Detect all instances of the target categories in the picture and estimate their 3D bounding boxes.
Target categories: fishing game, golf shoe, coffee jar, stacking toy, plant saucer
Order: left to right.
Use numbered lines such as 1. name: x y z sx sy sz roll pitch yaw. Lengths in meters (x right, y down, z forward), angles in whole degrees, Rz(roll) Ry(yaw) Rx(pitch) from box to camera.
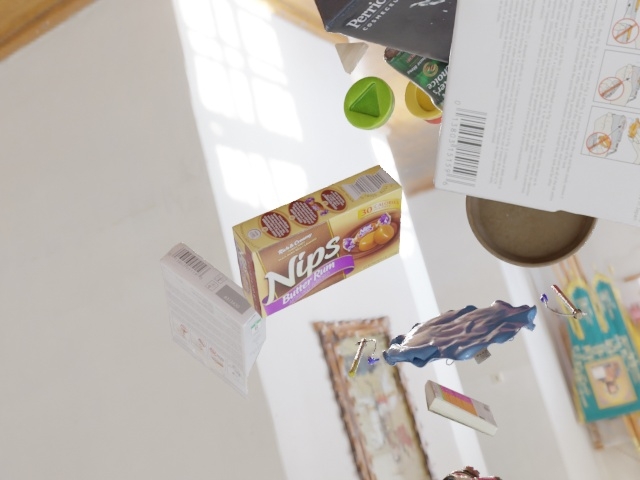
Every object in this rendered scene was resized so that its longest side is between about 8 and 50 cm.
1. stacking toy: 0.196 -0.400 1.931 0.280 0.308 0.130 -17 164 27
2. coffee jar: 0.209 -0.308 1.437 0.184 0.079 0.096 35 106 -26
3. fishing game: 0.163 0.113 0.908 0.264 0.041 0.189 -17 -173 7
4. golf shoe: 0.321 0.522 1.638 0.086 0.067 0.186 -13 -179 -23
5. plant saucer: 0.452 -0.079 1.691 0.278 0.277 0.041 -18 172 12

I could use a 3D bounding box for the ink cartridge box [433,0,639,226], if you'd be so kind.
1. ink cartridge box: 0.238 -0.157 0.716 0.239 0.275 0.060 13 -150 16

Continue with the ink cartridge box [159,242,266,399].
1. ink cartridge box: -0.164 0.131 1.239 0.056 0.181 0.224 -42 153 -29

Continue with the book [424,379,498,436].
1. book: 0.284 0.337 1.606 0.144 0.035 0.096 25 -164 -6

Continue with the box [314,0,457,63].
1. box: 0.281 -0.517 1.174 0.472 0.297 0.480 3 152 -41

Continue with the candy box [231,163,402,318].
1. candy box: 0.000 0.000 0.877 0.187 0.053 0.109 -25 140 -20
